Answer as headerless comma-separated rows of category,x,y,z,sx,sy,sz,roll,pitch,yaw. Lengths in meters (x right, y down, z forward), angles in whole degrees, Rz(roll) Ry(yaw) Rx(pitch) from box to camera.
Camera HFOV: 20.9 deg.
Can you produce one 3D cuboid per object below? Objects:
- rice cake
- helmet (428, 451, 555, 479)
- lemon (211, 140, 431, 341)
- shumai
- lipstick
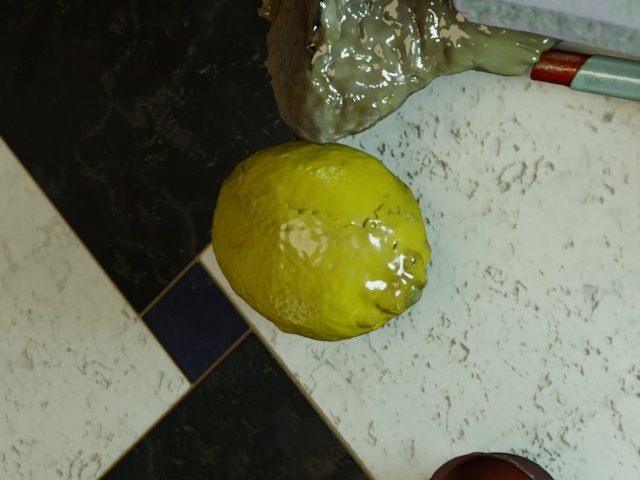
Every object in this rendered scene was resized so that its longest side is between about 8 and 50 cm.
rice cake,0.298,-0.206,1.624,0.365,0.056,0.072,14,60,1
helmet,0.185,0.289,1.771,0.155,0.106,0.175,34,111,23
lemon,0.000,0.000,1.799,0.260,0.204,0.204,29,104,29
shumai,0.101,-0.261,1.762,0.283,0.217,0.346,4,96,-17
lipstick,0.339,-0.152,1.706,0.274,0.061,0.068,13,100,24
